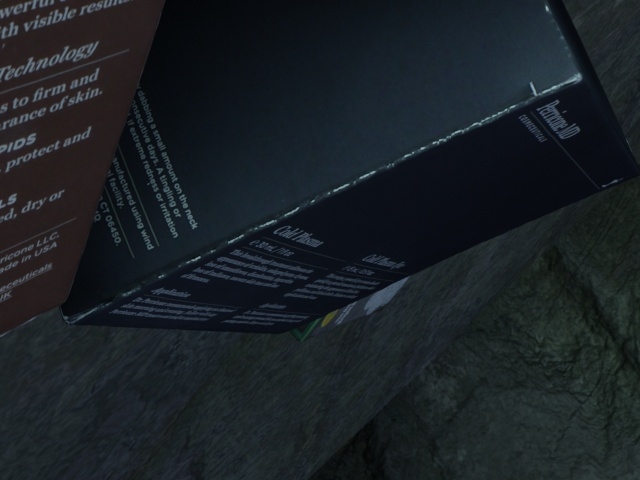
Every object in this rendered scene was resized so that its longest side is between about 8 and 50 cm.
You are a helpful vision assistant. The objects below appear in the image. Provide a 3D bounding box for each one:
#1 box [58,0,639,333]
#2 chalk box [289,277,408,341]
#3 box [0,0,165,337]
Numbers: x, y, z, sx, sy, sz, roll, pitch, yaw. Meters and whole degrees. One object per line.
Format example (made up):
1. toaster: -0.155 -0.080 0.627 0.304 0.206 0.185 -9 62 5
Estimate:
1. box: 0.017 -0.079 0.820 0.312 0.179 0.343 -24 168 15
2. chalk box: 0.000 0.000 1.212 0.132 0.132 0.213 -53 160 26
3. box: -0.160 -0.126 0.457 0.143 0.191 0.381 -28 156 -43
